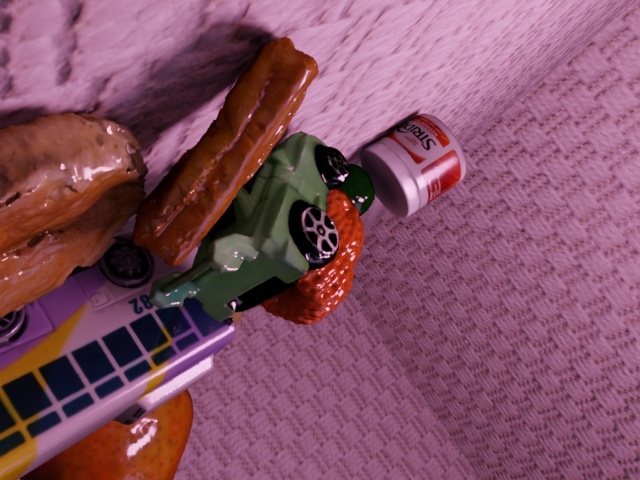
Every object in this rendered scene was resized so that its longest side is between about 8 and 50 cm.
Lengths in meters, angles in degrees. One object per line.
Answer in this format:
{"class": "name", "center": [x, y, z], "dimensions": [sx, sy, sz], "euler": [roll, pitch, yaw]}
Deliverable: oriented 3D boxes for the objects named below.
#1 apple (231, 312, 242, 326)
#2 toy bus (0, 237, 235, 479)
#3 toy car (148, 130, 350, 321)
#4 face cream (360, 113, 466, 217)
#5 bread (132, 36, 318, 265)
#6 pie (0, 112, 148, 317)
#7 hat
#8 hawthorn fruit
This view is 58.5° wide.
{"class": "apple", "center": [-0.276, 0.149, 1.386], "dimensions": [0.200, 0.200, 0.200], "euler": [-34, 174, -4]}
{"class": "toy bus", "center": [-0.346, 0.168, 0.855], "dimensions": [0.209, 0.249, 0.439], "euler": [-40, 172, 40]}
{"class": "toy car", "center": [-0.093, -0.030, 0.848], "dimensions": [0.213, 0.176, 0.359], "euler": [-30, -146, 36]}
{"class": "face cream", "center": [0.230, -0.187, 1.422], "dimensions": [0.187, 0.201, 0.201], "euler": [-33, 173, -12]}
{"class": "bread", "center": [-0.103, -0.097, 0.623], "dimensions": [0.271, 0.077, 0.139], "euler": [-51, -172, 13]}
{"class": "pie", "center": [-0.308, 0.003, 0.556], "dimensions": [0.339, 0.083, 0.339], "euler": [-37, 176, -3]}
{"class": "hat", "center": [0.000, 0.000, 1.331], "dimensions": [0.400, 0.285, 0.285], "euler": [-36, 176, -42]}
{"class": "hawthorn fruit", "center": [-0.537, 0.488, 1.451], "dimensions": [0.471, 0.472, 0.472], "euler": [-34, 174, -4]}
